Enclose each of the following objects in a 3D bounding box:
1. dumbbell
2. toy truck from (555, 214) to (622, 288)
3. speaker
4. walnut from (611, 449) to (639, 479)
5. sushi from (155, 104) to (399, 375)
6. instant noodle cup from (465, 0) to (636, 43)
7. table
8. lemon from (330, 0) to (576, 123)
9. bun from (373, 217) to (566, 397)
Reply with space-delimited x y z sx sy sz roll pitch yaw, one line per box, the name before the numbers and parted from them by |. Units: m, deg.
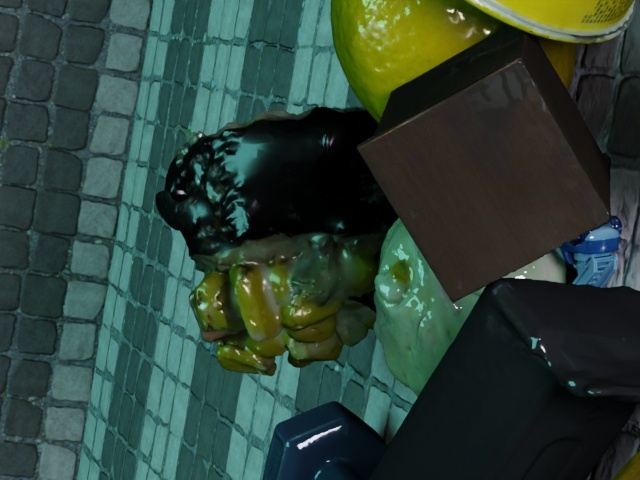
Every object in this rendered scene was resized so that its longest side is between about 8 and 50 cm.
dumbbell | 0.042 0.315 2.103 0.143 0.156 0.316 -49 26 3
toy truck | 0.258 0.018 1.771 0.073 0.056 0.090 -157 63 -63
speaker | 0.197 0.195 1.693 0.184 0.180 0.388 -108 33 -41
walnut | 0.297 0.250 1.384 0.336 0.209 0.209 -60 27 19
sushi | 0.000 0.000 2.125 0.329 0.328 0.285 -19 78 52
instant noodle cup | 0.227 -0.379 1.667 0.254 0.325 0.325 -52 35 38
table | 0.154 -0.078 1.673 0.172 0.169 0.193 -28 13 17
lemon | 0.137 -0.219 1.862 0.284 0.260 0.260 54 -162 -46
bun | 0.133 0.051 1.903 0.283 0.179 0.283 -174 90 -72
